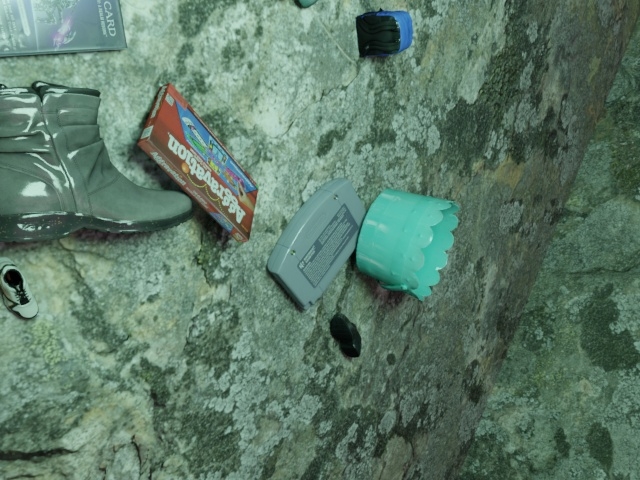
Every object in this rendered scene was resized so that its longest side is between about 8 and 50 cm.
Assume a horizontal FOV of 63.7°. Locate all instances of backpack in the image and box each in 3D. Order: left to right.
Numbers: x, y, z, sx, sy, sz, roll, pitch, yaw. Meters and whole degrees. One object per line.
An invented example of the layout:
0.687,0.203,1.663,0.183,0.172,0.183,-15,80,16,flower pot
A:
0.154,-0.480,1.175,0.101,0.120,0.098,-37,128,-32,backpack

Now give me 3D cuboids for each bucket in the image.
0.227,0.003,1.342,0.281,0.183,0.281,-44,145,-43,bucket

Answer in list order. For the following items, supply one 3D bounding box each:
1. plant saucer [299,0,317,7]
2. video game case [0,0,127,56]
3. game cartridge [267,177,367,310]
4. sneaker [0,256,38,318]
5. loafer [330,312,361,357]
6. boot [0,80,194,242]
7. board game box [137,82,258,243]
-0.013,-0.525,1.021,0.119,0.021,0.120,-53,152,-44,plant saucer
-0.409,-0.352,0.690,0.274,0.026,0.196,-23,120,-41,video game case
0.000,0.000,1.240,0.294,0.060,0.196,-53,139,-20,game cartridge
-0.460,0.078,0.780,0.040,0.043,0.109,-38,131,-34,sneaker
0.073,0.249,1.414,0.061,0.062,0.170,-66,147,-40,loafer
-0.340,-0.123,0.790,0.338,0.118,0.223,-10,105,-51,boot
-0.206,-0.131,0.934,0.281,0.027,0.145,50,35,-44,board game box
